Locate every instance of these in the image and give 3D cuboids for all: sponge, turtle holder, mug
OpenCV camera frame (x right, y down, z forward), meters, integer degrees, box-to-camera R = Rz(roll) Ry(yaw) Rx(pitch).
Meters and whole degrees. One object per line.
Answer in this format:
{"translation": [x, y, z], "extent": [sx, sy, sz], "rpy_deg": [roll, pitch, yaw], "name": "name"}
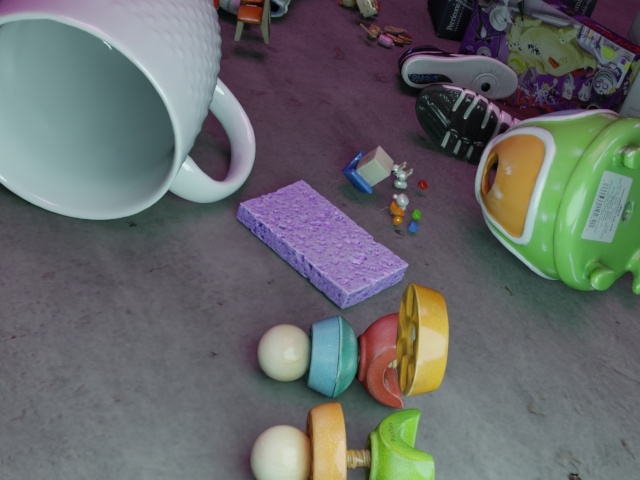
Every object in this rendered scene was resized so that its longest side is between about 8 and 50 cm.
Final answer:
{"translation": [0.000, 0.000, 1.069], "extent": [0.117, 0.031, 0.210], "rpy_deg": [-22, 50, -40], "name": "sponge"}
{"translation": [0.363, -0.076, 1.131], "extent": [0.320, 0.243, 0.227], "rpy_deg": [-30, 38, -33], "name": "turtle holder"}
{"translation": [-0.232, -0.203, 1.072], "extent": [0.374, 0.276, 0.328], "rpy_deg": [42, 35, -23], "name": "mug"}

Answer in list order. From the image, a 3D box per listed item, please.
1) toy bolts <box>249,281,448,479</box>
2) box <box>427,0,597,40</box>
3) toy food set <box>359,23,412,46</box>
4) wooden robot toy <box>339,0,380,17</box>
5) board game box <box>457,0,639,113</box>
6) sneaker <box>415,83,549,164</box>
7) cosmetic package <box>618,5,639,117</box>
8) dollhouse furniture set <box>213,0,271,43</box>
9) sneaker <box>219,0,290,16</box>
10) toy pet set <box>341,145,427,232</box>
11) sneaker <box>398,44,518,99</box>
{"translation": [0.017, 0.123, 0.792], "extent": [0.158, 0.218, 0.228], "rpy_deg": [4, 19, -5], "name": "toy bolts"}
{"translation": [0.429, -0.590, 1.742], "extent": [0.312, 0.343, 0.179], "rpy_deg": [9, 37, -7], "name": "box"}
{"translation": [0.138, -0.413, 1.677], "extent": [0.122, 0.019, 0.078], "rpy_deg": [-2, 39, -34], "name": "toy food set"}
{"translation": [0.081, -0.512, 1.767], "extent": [0.079, 0.076, 0.173], "rpy_deg": [-18, 34, 15], "name": "wooden robot toy"}
{"translation": [0.399, -0.324, 1.493], "extent": [0.056, 0.208, 0.347], "rpy_deg": [-18, 47, -33], "name": "board game box"}
{"translation": [0.293, -0.196, 1.392], "extent": [0.281, 0.106, 0.162], "rpy_deg": [26, 31, -3], "name": "sneaker"}
{"translation": [0.654, -0.329, 1.441], "extent": [0.217, 0.385, 0.156], "rpy_deg": [15, 36, -2], "name": "cosmetic package"}
{"translation": [-0.216, -0.409, 1.417], "extent": [0.261, 0.135, 0.259], "rpy_deg": [4, 43, -3], "name": "dollhouse furniture set"}
{"translation": [-0.099, -0.504, 1.661], "extent": [0.129, 0.111, 0.297], "rpy_deg": [42, 49, 14], "name": "sneaker"}
{"translation": [0.089, -0.071, 1.191], "extent": [0.114, 0.065, 0.122], "rpy_deg": [46, 35, -18], "name": "toy pet set"}
{"translation": [0.252, -0.323, 1.535], "extent": [0.216, 0.079, 0.121], "rpy_deg": [8, 27, -7], "name": "sneaker"}
